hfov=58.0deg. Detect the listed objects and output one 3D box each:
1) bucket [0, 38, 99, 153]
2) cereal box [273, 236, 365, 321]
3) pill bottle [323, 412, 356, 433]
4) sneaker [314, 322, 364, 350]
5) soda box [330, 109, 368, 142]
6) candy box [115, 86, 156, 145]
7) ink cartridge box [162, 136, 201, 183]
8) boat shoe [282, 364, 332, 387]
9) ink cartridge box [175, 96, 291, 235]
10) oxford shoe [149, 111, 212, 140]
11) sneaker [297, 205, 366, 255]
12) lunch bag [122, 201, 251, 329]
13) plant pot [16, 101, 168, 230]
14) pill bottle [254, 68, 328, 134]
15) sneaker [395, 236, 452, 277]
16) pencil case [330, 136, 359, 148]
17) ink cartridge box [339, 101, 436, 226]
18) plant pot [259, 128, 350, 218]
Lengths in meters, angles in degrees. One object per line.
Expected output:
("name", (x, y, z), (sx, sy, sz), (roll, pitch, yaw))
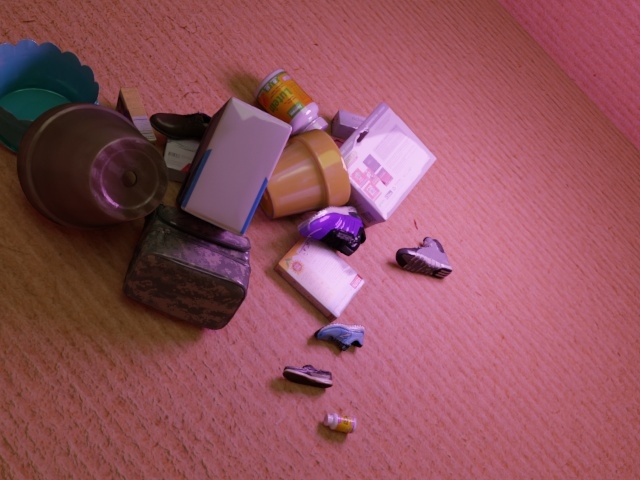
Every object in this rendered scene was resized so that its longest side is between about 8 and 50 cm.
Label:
("bucket", (-0.739, -0.363, 1.524), (0.281, 0.183, 0.281), (12, 58, -21))
("cereal box", (0.001, 0.105, 1.737), (0.240, 0.047, 0.173), (44, 53, -1))
("pill bottle", (0.051, 0.490, 1.550), (0.083, 0.043, 0.044), (18, 56, -18))
("sneaker", (0.060, 0.280, 1.662), (0.162, 0.063, 0.073), (6, 64, -25))
("soda box", (0.148, -0.398, 2.081), (0.216, 0.074, 0.069), (11, 59, -22))
("candy box", (-0.533, -0.333, 1.662), (0.053, 0.109, 0.187), (-12, 71, -32))
("ink cartridge box", (-0.409, -0.250, 1.709), (0.109, 0.063, 0.151), (15, 57, -21))
("boat shoe", (-0.035, 0.364, 1.573), (0.152, 0.056, 0.049), (24, 49, -26))
("ink cartridge box", (-0.242, -0.187, 1.496), (0.166, 0.395, 0.286), (25, 89, -17))
("oxford shoe", (-0.379, -0.344, 1.680), (0.227, 0.096, 0.083), (5, 61, -24))
("sneaker", (0.055, -0.020, 1.760), (0.293, 0.102, 0.146), (-11, 72, -54))
("lunch bag", (-0.336, 0.047, 1.502), (0.304, 0.213, 0.256), (22, 37, -18))
("plant pot", (-0.515, -0.161, 1.383), (0.323, 0.280, 0.324), (-15, 112, -40))
("pill bottle", (-0.093, -0.443, 1.939), (0.246, 0.136, 0.136), (47, 52, 3))
("sneaker", (0.339, 0.038, 1.942), (0.228, 0.086, 0.132), (21, 50, -29))
("pencil case", (0.081, -0.308, 1.986), (0.209, 0.095, 0.098), (7, 95, -27))
("ink cartridge box", (0.184, -0.252, 1.909), (0.272, 0.130, 0.309), (46, 68, -11))
("plant pot", (-0.073, -0.182, 1.753), (0.238, 0.254, 0.254), (-25, 76, -19))
